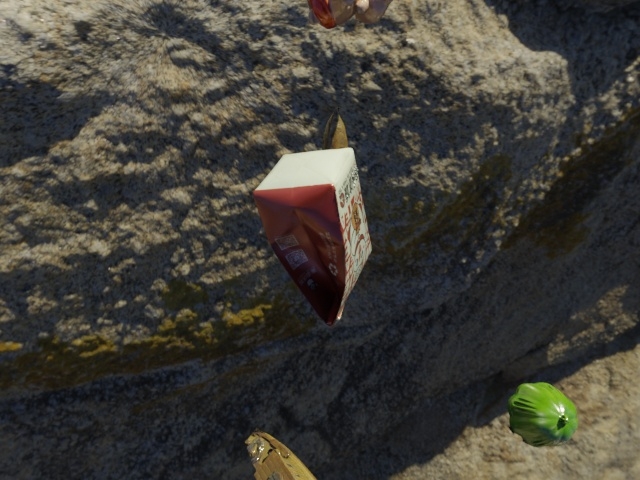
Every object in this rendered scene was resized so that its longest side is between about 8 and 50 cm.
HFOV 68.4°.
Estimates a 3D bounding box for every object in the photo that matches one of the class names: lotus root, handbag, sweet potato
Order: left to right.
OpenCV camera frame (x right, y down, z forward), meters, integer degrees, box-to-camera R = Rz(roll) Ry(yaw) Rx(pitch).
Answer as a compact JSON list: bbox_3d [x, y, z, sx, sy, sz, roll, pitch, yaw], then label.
[{"bbox_3d":[0.000,0.000,0.851,0.150,0.171,0.298,-2,121,18],"label":"handbag"},{"bbox_3d":[0.043,-0.226,1.293,0.074,0.075,0.270,-14,111,-12],"label":"sweet potato"},{"bbox_3d":[0.627,0.481,1.283,0.186,0.186,0.186,-7,114,-15],"label":"lotus root"}]

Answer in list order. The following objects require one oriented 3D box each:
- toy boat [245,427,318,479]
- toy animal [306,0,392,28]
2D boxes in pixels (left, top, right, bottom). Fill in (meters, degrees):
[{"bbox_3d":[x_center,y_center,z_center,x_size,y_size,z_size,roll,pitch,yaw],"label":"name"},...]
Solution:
[{"bbox_3d":[-0.066,0.484,0.935,0.089,0.321,0.121,-51,126,-9],"label":"toy boat"},{"bbox_3d":[0.051,-0.563,1.062,0.197,0.171,0.172,-10,115,-20],"label":"toy animal"}]
